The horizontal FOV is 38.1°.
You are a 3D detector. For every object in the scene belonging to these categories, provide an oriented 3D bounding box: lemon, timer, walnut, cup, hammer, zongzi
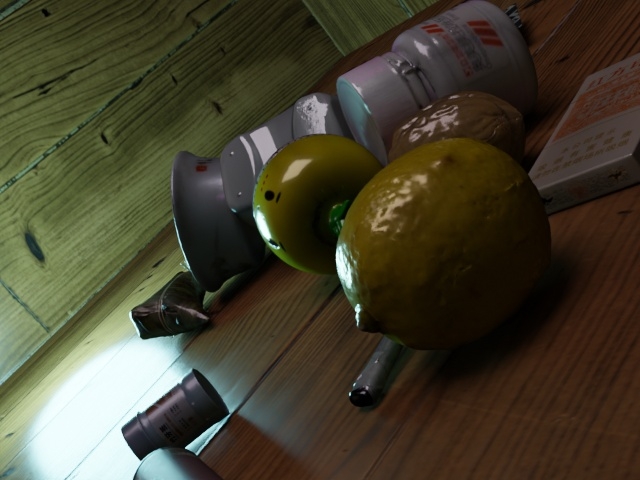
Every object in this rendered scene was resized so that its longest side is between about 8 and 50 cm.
[{"bbox_3d":[0.157,0.004,1.171,0.284,0.260,0.260,-19,7,-22],"label":"lemon"},{"bbox_3d":[0.020,-0.053,1.674,0.285,0.285,0.285,-36,15,11],"label":"timer"},{"bbox_3d":[0.234,-0.155,1.584,0.245,0.198,0.198,-25,19,22],"label":"walnut"},{"bbox_3d":[-0.217,-0.059,2.200,0.163,0.347,0.347,-11,21,10],"label":"cup"},{"bbox_3d":[0.142,0.075,1.352,0.152,0.044,0.427,-13,35,48],"label":"hammer"},{"bbox_3d":[-0.288,0.138,2.186,0.241,0.111,0.247,-6,25,33],"label":"zongzi"}]

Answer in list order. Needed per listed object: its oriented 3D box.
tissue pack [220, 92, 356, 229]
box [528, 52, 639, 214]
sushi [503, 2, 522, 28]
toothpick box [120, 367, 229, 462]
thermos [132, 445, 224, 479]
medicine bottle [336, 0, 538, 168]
[{"bbox_3d":[-0.030,-0.158,2.021,0.333,0.236,0.229,-26,63,28],"label":"tissue pack"},{"bbox_3d":[0.446,-0.181,1.409,0.205,0.051,0.365,-23,21,47],"label":"box"},{"bbox_3d":[0.410,-0.486,2.401,0.292,0.059,0.294,-33,15,24],"label":"sushi"},{"bbox_3d":[-0.242,0.298,1.541,0.153,0.101,0.101,-39,14,-2],"label":"toothpick box"},{"bbox_3d":[-0.160,0.355,1.153,0.136,0.109,0.330,-43,15,-16],"label":"thermos"},{"bbox_3d":[0.218,-0.286,1.769,0.325,0.256,0.256,-26,13,-8],"label":"medicine bottle"}]
